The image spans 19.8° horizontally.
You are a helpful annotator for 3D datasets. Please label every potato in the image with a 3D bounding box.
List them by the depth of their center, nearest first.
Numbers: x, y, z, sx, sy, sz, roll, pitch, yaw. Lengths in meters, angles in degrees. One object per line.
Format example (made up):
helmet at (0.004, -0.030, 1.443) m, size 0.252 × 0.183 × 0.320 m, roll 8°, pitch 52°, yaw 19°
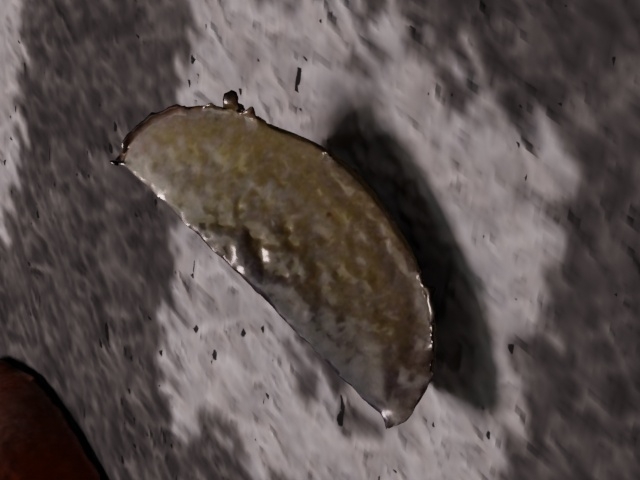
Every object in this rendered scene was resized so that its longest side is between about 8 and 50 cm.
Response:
potato at (0.000, -0.001, 0.421) m, size 0.093 × 0.036 × 0.037 m, roll 43°, pitch 102°, yaw 17°

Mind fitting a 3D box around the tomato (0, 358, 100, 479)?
tomato at (-0.127, 0.155, 0.645) m, size 0.225 × 0.085 × 0.225 m, roll 36°, pitch 133°, yaw 51°
